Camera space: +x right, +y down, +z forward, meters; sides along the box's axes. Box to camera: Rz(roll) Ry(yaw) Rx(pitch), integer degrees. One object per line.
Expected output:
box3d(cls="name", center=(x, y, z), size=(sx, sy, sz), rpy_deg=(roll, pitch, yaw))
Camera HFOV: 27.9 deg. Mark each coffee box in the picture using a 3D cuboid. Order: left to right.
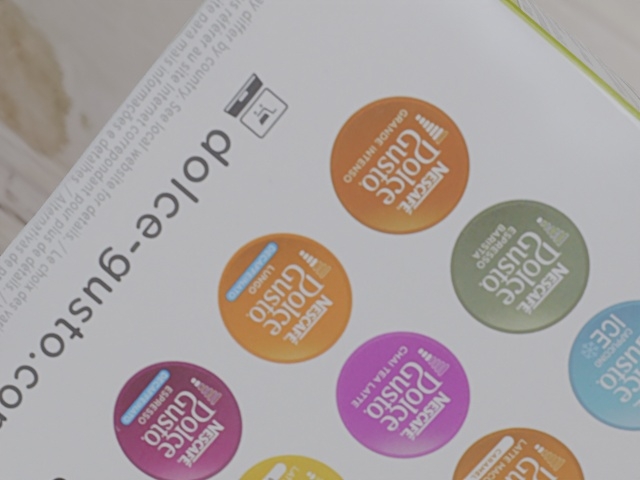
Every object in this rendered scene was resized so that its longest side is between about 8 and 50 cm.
box3d(cls="coffee box", center=(0.039, 0.050, 0.652), size=(0.334, 0.337, 0.338), rpy_deg=(40, 14, -5))
